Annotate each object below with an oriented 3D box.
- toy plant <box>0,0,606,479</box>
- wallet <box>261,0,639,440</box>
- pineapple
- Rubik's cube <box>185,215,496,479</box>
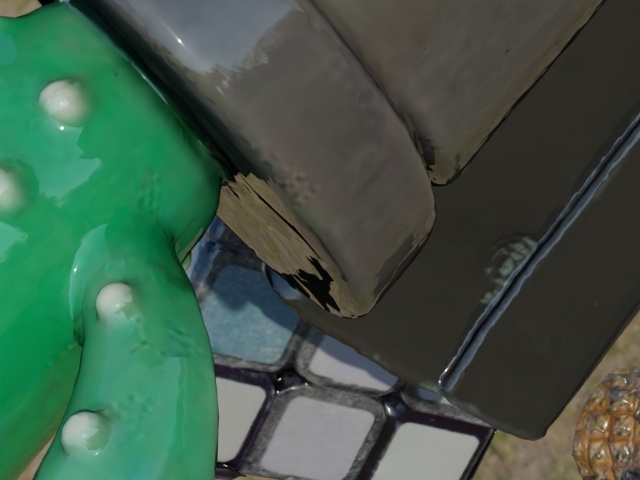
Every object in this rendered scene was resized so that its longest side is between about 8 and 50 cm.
[{"bbox_3d":[-0.071,-0.041,0.473,0.400,0.279,0.185,-45,-6,-6],"label":"toy plant"},{"bbox_3d":[0.165,-0.080,0.954,0.406,0.228,0.062,-54,18,15],"label":"wallet"},{"bbox_3d":[0.409,0.247,1.680,0.278,0.158,0.158,28,69,37],"label":"pineapple"},{"bbox_3d":[0.000,0.000,1.507,0.359,0.362,0.363,-113,42,-59],"label":"Rubik's cube"}]
